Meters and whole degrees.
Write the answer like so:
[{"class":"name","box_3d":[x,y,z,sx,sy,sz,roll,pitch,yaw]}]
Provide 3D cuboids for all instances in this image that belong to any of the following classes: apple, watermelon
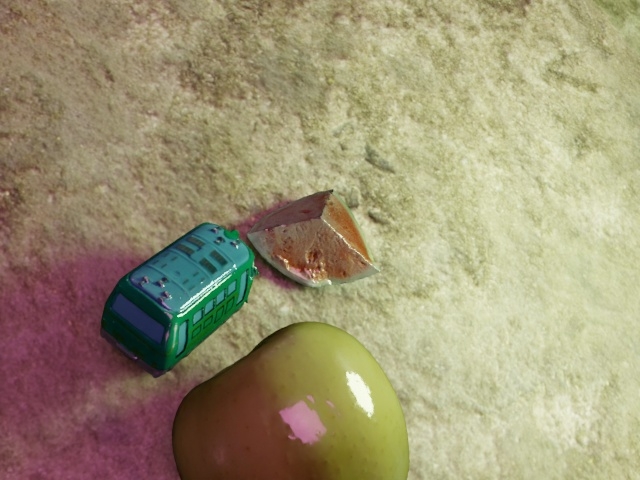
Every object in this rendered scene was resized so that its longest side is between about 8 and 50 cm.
[{"class":"apple","box_3d":[-0.047,0.395,1.599,0.474,0.473,0.473,7,66,-15]},{"class":"watermelon","box_3d":[0.000,0.000,1.934,0.256,0.176,0.260,-45,109,-20]}]

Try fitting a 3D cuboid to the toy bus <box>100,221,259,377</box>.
[{"class":"toy bus","box_3d":[-0.285,0.105,1.710,0.184,0.199,0.343,33,40,13]}]
